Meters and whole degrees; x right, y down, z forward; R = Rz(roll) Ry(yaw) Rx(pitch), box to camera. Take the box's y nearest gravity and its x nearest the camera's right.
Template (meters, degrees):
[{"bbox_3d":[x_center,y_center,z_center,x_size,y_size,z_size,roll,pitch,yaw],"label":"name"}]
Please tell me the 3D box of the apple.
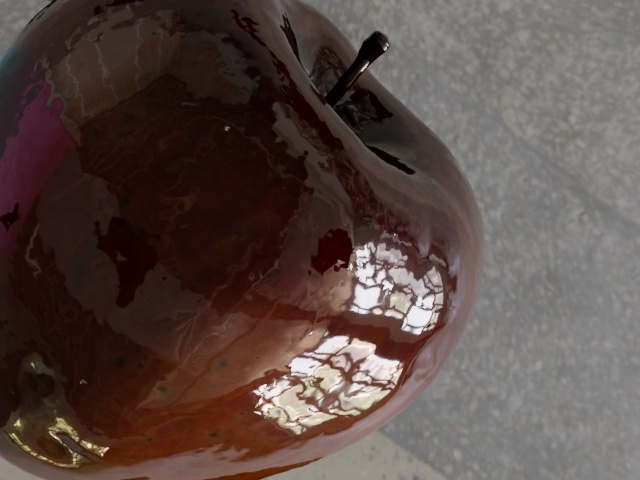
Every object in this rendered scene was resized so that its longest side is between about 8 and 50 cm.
[{"bbox_3d":[-0.052,-0.006,0.477,0.233,0.234,0.234,1,107,2],"label":"apple"}]
